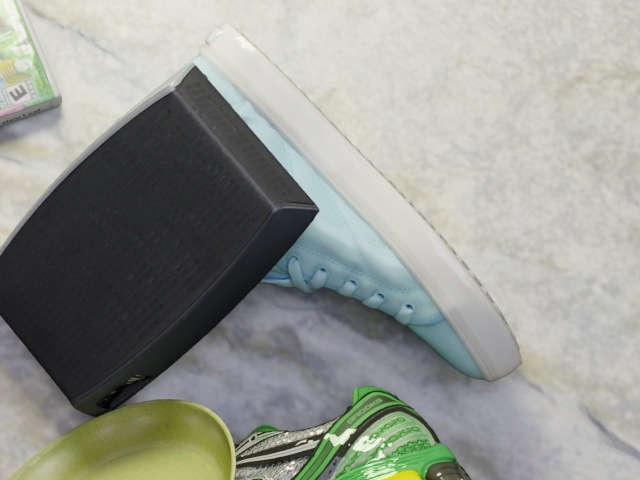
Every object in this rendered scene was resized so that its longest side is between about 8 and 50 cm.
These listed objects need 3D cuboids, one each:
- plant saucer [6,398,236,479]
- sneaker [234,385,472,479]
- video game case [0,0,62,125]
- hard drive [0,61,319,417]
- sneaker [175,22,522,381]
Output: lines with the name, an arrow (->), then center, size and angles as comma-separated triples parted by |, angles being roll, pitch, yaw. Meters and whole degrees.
plant saucer -> -0.160, 0.214, 0.919 | 0.241, 0.241, 0.037 | -39, 122, -15
sneaker -> -0.057, 0.234, 0.966 | 0.343, 0.134, 0.146 | -26, 43, -7
video game case -> -0.349, -0.178, 1.092 | 0.193, 0.023, 0.212 | -22, 77, -12
hard drive -> -0.143, 0.004, 0.982 | 0.255, 0.054, 0.172 | -43, 81, 17
sneaker -> 0.000, 0.000, 1.038 | 0.150, 0.135, 0.366 | -44, 80, 4
